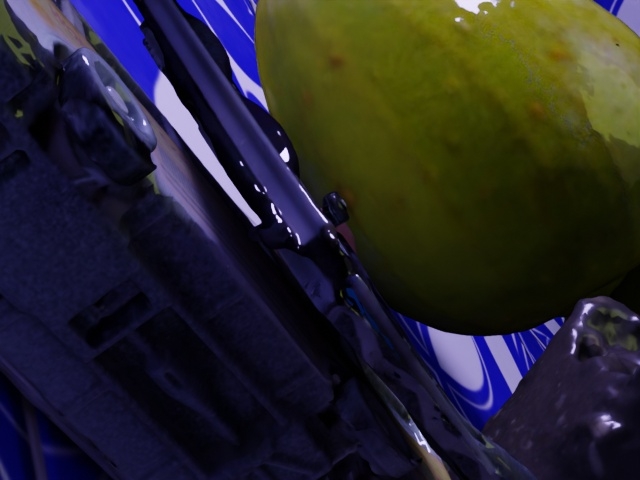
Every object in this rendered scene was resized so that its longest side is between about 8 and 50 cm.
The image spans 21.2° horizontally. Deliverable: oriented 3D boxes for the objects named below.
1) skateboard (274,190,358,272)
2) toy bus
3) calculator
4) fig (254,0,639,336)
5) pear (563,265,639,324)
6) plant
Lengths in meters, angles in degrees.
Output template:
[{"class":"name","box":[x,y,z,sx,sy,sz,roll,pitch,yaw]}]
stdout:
[{"class":"skateboard","box":[0.014,0.051,0.980,0.151,0.067,0.080,63,1,4]},{"class":"toy bus","box":[-0.063,0.017,0.615,0.342,0.097,0.138,51,10,-29]},{"class":"calculator","box":[0.001,0.000,0.652,0.165,0.028,0.274,52,2,-34]},{"class":"fig","box":[0.092,-0.084,1.190,0.326,0.258,0.258,44,11,1]},{"class":"pear","box":[0.304,0.127,1.238,0.269,0.269,0.321,42,20,-52]},{"class":"plant","box":[0.211,0.121,1.009,0.199,0.276,0.188,39,22,-15]}]
